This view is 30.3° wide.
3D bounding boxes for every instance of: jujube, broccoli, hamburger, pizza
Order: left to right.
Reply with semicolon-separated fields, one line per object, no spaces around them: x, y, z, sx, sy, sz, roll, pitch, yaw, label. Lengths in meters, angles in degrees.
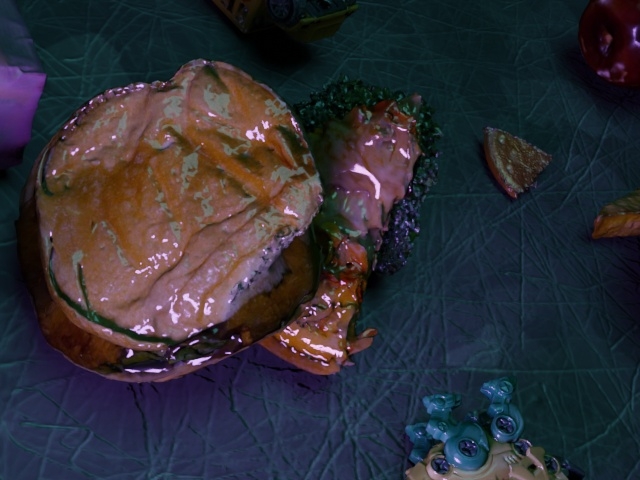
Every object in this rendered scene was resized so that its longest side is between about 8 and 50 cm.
-0.135;-0.013;1.070;0.285;0.134;0.265;-20;68;-4;hamburger
0.000;0.000;1.147;0.074;0.287;0.251;24;43;-76;pizza
0.048;-0.068;1.279;0.194;0.194;0.220;-14;88;-37;broccoli
0.244;-0.089;1.498;0.100;0.029;0.099;20;52;-8;pizza
0.531;-0.321;1.731;0.318;0.223;0.223;-17;60;-27;jujube

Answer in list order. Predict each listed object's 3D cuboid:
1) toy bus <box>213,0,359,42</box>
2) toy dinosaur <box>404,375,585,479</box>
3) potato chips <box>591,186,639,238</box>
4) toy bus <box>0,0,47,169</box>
-0.104;-0.366;1.482;0.121;0.123;0.335;-25;66;-43;toy bus
0.127;0.214;1.115;0.259;0.094;0.153;0;47;-18;toy dinosaur
0.473;-0.086;1.597;0.080;0.057;0.407;31;42;19;potato chips
-0.404;-0.235;1.176;0.162;0.171;0.386;1;50;-41;toy bus
